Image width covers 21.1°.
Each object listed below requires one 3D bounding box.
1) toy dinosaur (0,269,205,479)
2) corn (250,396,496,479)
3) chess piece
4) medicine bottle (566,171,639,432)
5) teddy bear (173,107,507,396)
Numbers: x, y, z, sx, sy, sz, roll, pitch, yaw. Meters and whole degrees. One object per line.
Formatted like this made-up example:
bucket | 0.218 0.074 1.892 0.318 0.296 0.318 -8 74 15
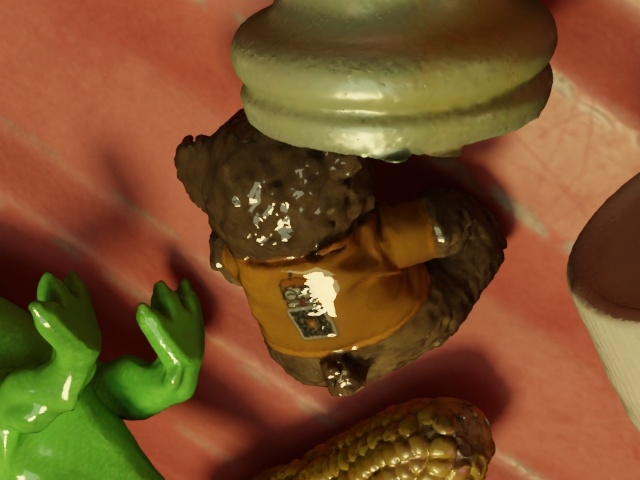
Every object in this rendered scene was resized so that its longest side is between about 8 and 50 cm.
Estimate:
toy dinosaur | -0.237 0.177 1.194 0.374 0.144 0.500 -13 96 30
corn | 0.004 0.184 1.175 0.101 0.101 0.292 44 129 -11
chess piece | 0.029 -0.203 0.861 0.176 0.176 0.298 2 112 23
medicine bottle | 0.295 0.129 0.930 0.211 0.211 0.371 -16 117 32
teddy bear | 0.000 0.000 1.006 0.177 0.140 0.190 -12 125 33
